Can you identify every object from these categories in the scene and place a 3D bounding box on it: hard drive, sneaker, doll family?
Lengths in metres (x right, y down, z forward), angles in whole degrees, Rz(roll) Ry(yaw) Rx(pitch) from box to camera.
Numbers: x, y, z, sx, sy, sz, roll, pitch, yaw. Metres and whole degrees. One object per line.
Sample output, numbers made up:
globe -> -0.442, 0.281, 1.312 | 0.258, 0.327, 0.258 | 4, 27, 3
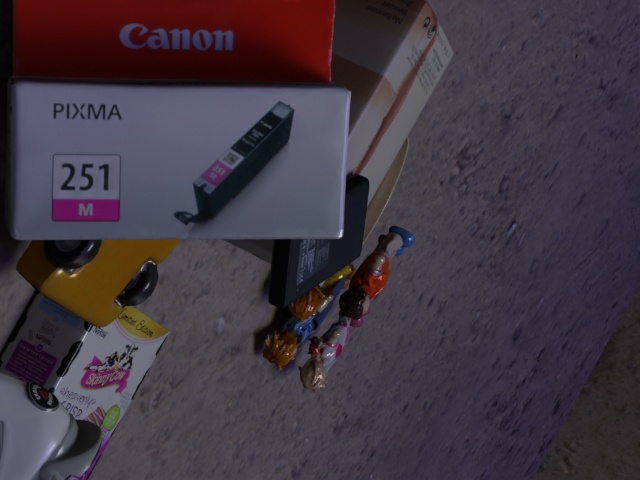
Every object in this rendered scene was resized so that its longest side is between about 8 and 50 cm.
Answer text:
hard drive -> 0.000, 0.000, 1.762 | 0.135, 0.022, 0.094 | -33, 138, -46
sneaker -> -0.351, 0.236, 1.529 | 0.330, 0.146, 0.122 | -46, -160, 8
doll family -> -0.002, 0.076, 2.135 | 0.163, 0.118, 0.263 | -54, 173, -39

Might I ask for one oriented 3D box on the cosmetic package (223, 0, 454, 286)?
cosmetic package -> -0.003, -0.124, 1.847 | 0.296, 0.153, 0.129 | -62, 155, -10

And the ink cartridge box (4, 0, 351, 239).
ink cartridge box -> -0.112, -0.122, 1.432 | 0.060, 0.275, 0.239 | -140, -129, -72

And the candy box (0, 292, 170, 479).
candy box -> -0.252, 0.155, 1.694 | 0.233, 0.071, 0.159 | -62, 157, -7

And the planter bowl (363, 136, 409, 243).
planter bowl -> 0.013, -0.069, 1.972 | 0.162, 0.109, 0.162 | -58, 168, -20

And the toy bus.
toy bus -> -0.141, -0.092, 1.547 | 0.332, 0.130, 0.108 | -51, 144, 0
